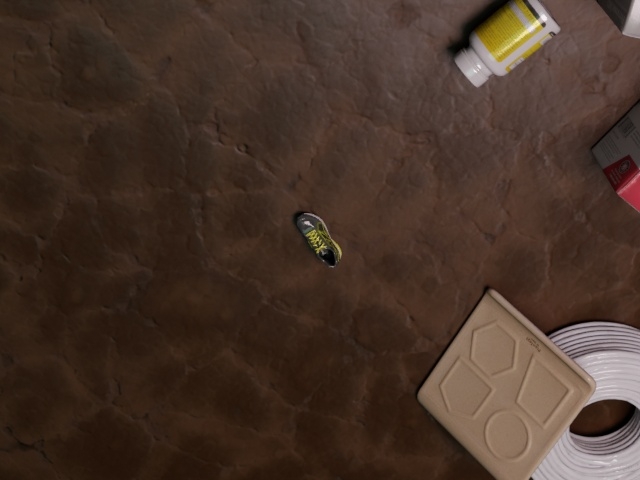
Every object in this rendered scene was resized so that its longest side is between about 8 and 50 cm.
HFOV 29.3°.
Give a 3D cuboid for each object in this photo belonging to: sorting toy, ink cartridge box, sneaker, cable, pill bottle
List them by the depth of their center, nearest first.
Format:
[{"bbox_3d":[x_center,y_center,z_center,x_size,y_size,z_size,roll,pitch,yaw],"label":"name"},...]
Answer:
[{"bbox_3d":[0.212,-0.230,1.407,0.116,0.065,0.065,-38,112,16],"label":"pill bottle"},{"bbox_3d":[0.416,-0.123,1.432,0.072,0.127,0.175,36,111,-19],"label":"ink cartridge box"},{"bbox_3d":[0.000,0.000,1.537,0.031,0.035,0.083,-36,113,15],"label":"sneaker"},{"bbox_3d":[0.240,0.195,1.587,0.038,0.193,0.208,-6,132,-50],"label":"sorting toy"},{"bbox_3d":[0.373,0.236,1.638,0.257,0.089,0.257,34,112,-17],"label":"cable"}]

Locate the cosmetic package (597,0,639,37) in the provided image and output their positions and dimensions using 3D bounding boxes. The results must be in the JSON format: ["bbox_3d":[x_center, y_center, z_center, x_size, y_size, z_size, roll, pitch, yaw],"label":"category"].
[{"bbox_3d":[0.387,-0.343,1.321,0.107,0.127,0.238,10,115,-7],"label":"cosmetic package"}]
